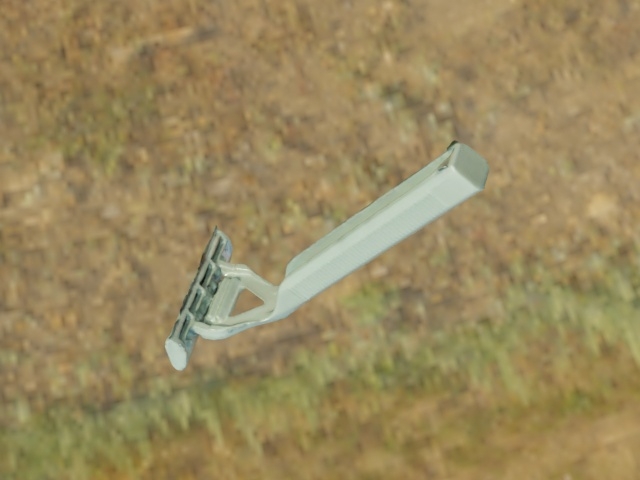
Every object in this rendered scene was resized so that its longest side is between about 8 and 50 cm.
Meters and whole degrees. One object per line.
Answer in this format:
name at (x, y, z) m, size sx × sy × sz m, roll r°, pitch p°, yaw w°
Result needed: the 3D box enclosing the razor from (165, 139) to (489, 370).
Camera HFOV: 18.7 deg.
razor at (0.008, 0.006, 1.309) m, size 0.278 × 0.111 × 0.056 m, roll -25°, pitch 121°, yaw 40°
